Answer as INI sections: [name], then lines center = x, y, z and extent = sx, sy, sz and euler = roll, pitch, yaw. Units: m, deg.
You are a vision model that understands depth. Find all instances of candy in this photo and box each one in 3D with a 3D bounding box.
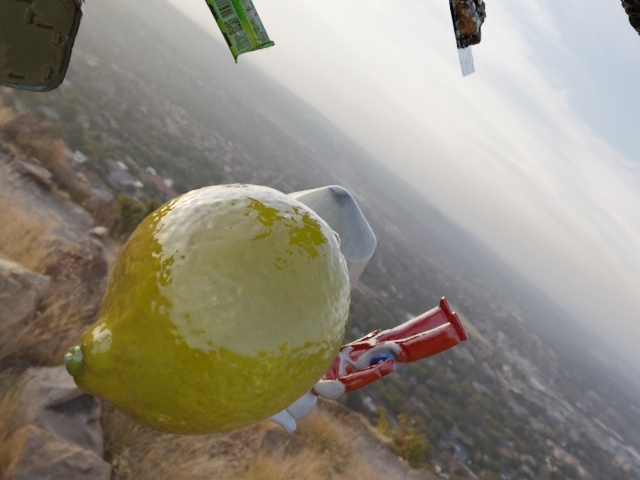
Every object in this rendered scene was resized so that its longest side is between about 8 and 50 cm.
[candy]
center = -0.173, -0.464, 1.353
extent = 0.178, 0.102, 0.032
euler = 62, 2, -40

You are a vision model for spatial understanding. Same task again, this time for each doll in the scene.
[doll]
center = 0.060, 0.212, 1.115
extent = 0.099, 0.384, 0.188
euler = 61, 3, -3

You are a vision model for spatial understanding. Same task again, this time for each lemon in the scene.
[lemon]
center = -0.074, 0.051, 0.503
extent = 0.187, 0.187, 0.244
euler = 41, 49, 20

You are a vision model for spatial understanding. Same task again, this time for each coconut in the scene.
[coconut]
center = 0.000, 0.000, 1.211
extent = 0.202, 0.222, 0.202
euler = 16, 34, -11

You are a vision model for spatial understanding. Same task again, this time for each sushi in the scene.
[sushi]
center = 0.228, -0.347, 0.987
extent = 0.210, 0.040, 0.192
euler = -47, 125, -64

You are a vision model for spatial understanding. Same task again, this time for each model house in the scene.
[model house]
center = -0.519, -0.421, 1.062
extent = 0.205, 0.218, 0.278
euler = 4, 52, -35

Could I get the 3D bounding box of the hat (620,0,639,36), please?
[hat]
center = 0.545, -0.422, 0.825
extent = 0.274, 0.332, 0.242
euler = 53, 46, -32
